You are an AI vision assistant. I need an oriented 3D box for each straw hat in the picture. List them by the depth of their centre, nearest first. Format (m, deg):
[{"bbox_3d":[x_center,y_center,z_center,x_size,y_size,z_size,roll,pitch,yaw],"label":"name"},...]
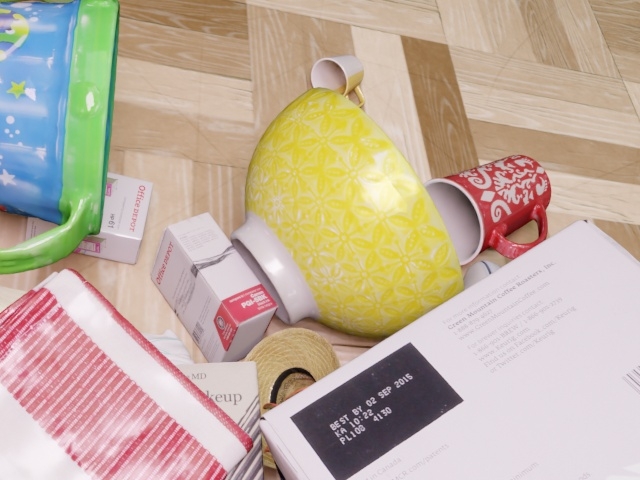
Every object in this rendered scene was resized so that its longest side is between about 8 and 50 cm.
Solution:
[{"bbox_3d":[-0.020,0.167,0.903,0.061,0.144,0.144,35,32,-50],"label":"straw hat"}]

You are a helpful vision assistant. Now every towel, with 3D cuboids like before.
[{"bbox_3d":[-0.242,0.194,0.691,0.237,0.037,0.329,43,60,8],"label":"towel"}]

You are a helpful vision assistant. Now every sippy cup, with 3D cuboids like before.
[{"bbox_3d":[-0.314,-0.128,0.846,0.224,0.240,0.305,4,25,-13],"label":"sippy cup"}]

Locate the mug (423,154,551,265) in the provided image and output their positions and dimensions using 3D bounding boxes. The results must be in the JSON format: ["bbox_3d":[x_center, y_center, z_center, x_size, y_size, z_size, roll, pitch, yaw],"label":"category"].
[{"bbox_3d":[0.224,-0.032,1.144,0.169,0.113,0.150,-24,75,-40],"label":"mug"}]

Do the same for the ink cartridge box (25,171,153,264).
[{"bbox_3d":[-0.252,-0.032,0.977,0.123,0.052,0.088,13,49,-14],"label":"ink cartridge box"}]

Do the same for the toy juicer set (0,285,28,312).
[{"bbox_3d":[-0.415,0.134,0.747,0.209,0.089,0.329,30,59,2],"label":"toy juicer set"}]

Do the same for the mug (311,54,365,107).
[{"bbox_3d":[0.030,-0.228,1.256,0.062,0.078,0.064,13,30,31],"label":"mug"}]

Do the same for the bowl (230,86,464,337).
[{"bbox_3d":[0.000,0.000,0.933,0.156,0.289,0.289,-32,69,-14],"label":"bowl"}]

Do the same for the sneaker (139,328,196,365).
[{"bbox_3d":[-0.201,0.125,0.879,0.152,0.053,0.061,-4,46,-32],"label":"sneaker"}]

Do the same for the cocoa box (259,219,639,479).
[{"bbox_3d":[0.164,0.194,0.760,0.347,0.228,0.231,-29,51,-16],"label":"cocoa box"}]

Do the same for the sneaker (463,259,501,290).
[{"bbox_3d":[0.151,0.114,0.998,0.091,0.094,0.258,26,49,-8],"label":"sneaker"}]

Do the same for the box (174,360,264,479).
[{"bbox_3d":[-0.102,0.248,0.774,0.113,0.094,0.275,-3,54,-7],"label":"box"}]

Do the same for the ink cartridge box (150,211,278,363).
[{"bbox_3d":[-0.114,0.053,0.933,0.056,0.099,0.135,-23,66,-35],"label":"ink cartridge box"}]
